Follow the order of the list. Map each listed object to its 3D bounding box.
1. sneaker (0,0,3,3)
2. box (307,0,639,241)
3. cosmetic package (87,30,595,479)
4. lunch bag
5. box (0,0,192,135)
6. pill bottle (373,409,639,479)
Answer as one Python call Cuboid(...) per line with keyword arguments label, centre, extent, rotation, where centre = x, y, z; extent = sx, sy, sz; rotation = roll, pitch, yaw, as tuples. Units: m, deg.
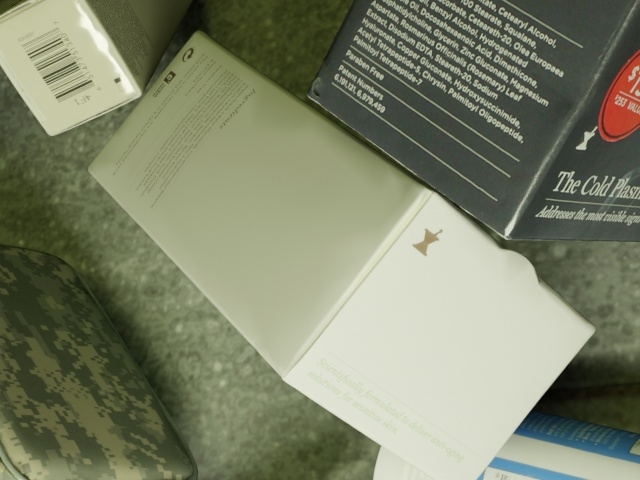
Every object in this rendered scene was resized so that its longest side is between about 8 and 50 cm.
Cuboid(label="sneaker", centre=(-0.365, -0.335, 1.358), extent=(0.257, 0.169, 0.447), rotation=(-14, 55, 50))
Cuboid(label="box", centre=(0.214, -0.172, 0.905), extent=(0.179, 0.343, 0.312), rotation=(38, 112, 31))
Cuboid(label="cosmetic package", centre=(0.000, 0.000, 1.013), extent=(0.155, 0.197, 0.365), rotation=(-51, 35, 2))
Cuboid(label="lunch bag", centre=(-0.283, 0.178, 1.147), extent=(0.256, 0.212, 0.305), rotation=(-53, 55, 20))
Cuboid(label="box", centre=(-0.189, -0.206, 1.207), extent=(0.094, 0.113, 0.275), rotation=(-22, 23, 18))
Cuboid(label="pill bottle", centre=(0.155, 0.183, 0.985), extent=(0.221, 0.124, 0.124), rotation=(11, 77, 28))
